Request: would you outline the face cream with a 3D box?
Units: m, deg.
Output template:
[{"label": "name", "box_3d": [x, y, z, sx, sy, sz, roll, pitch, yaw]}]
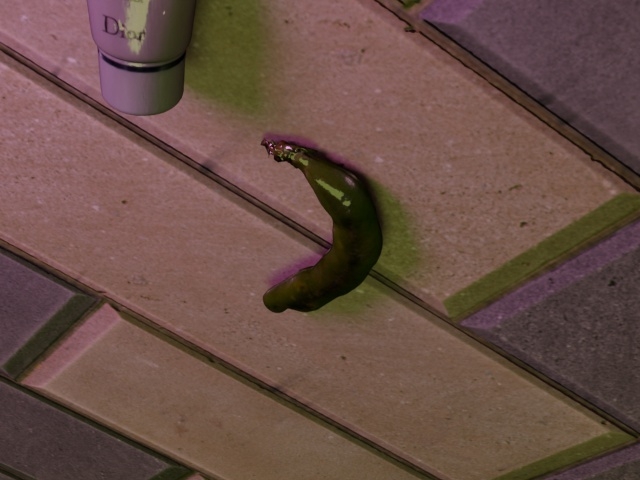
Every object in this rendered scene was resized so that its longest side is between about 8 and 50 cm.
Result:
[{"label": "face cream", "box_3d": [-0.157, -0.256, 0.945, 0.143, 0.089, 0.314, 11, 131, 4]}]

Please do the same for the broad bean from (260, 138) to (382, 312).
[{"label": "broad bean", "box_3d": [0.000, 0.000, 1.227, 0.144, 0.049, 0.292, 15, 140, 10]}]
